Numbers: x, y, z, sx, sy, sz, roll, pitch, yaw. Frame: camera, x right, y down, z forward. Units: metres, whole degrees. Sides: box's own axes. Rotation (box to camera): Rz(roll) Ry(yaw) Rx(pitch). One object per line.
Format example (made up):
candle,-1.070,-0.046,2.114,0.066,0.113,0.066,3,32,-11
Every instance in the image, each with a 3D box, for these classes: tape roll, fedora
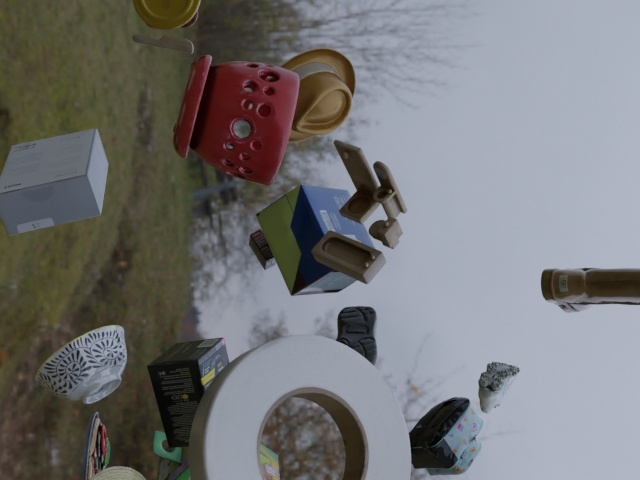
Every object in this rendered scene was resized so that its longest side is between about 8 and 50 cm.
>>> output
tape roll,-0.025,0.350,1.552,0.072,0.392,0.392,-30,-117,57
fedora,-0.009,-0.238,1.641,0.079,0.194,0.194,48,-35,43

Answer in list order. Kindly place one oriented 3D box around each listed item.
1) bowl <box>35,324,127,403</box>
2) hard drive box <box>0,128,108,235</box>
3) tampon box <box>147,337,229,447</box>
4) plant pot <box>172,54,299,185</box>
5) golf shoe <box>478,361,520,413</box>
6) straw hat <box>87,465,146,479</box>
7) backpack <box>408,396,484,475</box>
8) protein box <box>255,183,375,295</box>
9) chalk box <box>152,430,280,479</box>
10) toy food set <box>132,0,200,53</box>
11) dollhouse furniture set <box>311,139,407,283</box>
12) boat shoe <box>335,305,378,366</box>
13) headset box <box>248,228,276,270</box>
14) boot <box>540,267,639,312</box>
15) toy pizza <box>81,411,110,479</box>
bowl,-0.392,0.226,1.613,0.080,0.170,0.170,53,-22,16
hard drive box,-0.516,-0.119,1.821,0.232,0.181,0.089,-104,-178,-61
tampon box,-0.222,0.273,1.691,0.120,0.101,0.161,-41,120,-67
plant pot,-0.138,-0.200,1.513,0.191,0.174,0.191,-165,-90,-82
golf shoe,0.388,0.324,2.085,0.176,0.069,0.086,-19,120,-57
straw hat,-0.293,0.413,1.398,0.061,0.144,0.145,4,-81,52
backpack,0.309,0.474,2.285,0.144,0.188,0.166,48,-35,-13
protein box,0.000,0.000,2.047,0.201,0.136,0.200,2,60,-59
chalk box,-0.254,0.520,2.147,0.179,0.289,0.180,-45,-159,14
toy food set,-0.268,-0.444,1.697,0.071,0.128,0.218,-7,102,-81
dollhouse furniture set,0.048,-0.046,1.455,0.144,0.151,0.123,24,-26,40
boat shoe,0.083,0.282,2.228,0.324,0.122,0.120,-67,157,-59
headset box,-0.133,0.018,2.144,0.083,0.032,0.062,56,-18,14
boot,0.578,0.093,1.763,0.236,0.269,0.089,4,85,-56
toy pizza,-0.389,0.400,1.638,0.201,0.032,0.201,-177,-90,-82
